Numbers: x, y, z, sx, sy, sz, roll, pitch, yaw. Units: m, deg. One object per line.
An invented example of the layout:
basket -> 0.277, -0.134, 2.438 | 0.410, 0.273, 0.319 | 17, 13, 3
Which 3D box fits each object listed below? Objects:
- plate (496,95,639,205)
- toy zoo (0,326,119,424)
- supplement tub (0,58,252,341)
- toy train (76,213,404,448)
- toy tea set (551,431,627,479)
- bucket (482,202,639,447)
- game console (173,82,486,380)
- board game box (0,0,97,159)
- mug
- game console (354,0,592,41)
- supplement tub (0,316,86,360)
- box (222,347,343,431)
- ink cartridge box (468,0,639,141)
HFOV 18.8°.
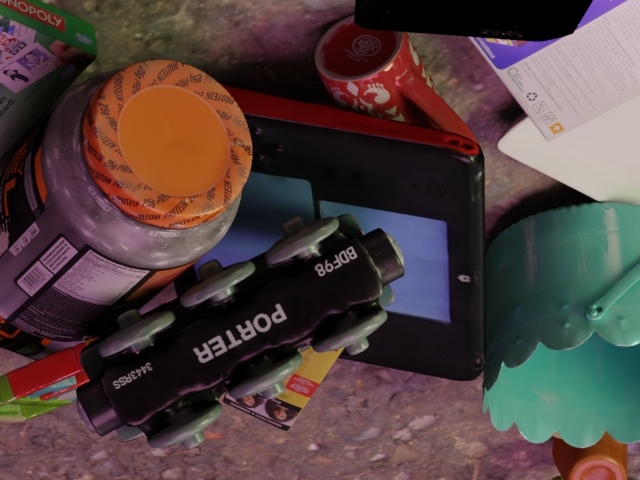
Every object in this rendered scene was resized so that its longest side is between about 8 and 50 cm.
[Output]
plate -> 0.364, -0.139, 1.996 | 0.278, 0.045, 0.277 | 23, 132, -36
toy zoo -> -0.224, 0.127, 2.024 | 0.293, 0.030, 0.192 | -22, 171, 8
supplement tub -> -0.196, -0.037, 1.806 | 0.193, 0.193, 0.316 | 11, 155, -25
toy train -> -0.079, 0.081, 1.827 | 0.334, 0.142, 0.190 | -29, -174, -4
toy tea set -> 0.427, 0.213, 2.431 | 0.336, 0.124, 0.200 | -10, 113, 4
bucket -> 0.305, 0.094, 2.127 | 0.281, 0.183, 0.281 | 0, 152, 0
game console -> 0.000, 0.000, 1.963 | 0.342, 0.060, 0.386 | 14, 145, 15
board game box -> -0.388, -0.132, 1.829 | 0.213, 0.046, 0.317 | 23, 131, -34
mug -> 0.082, -0.136, 1.879 | 0.150, 0.113, 0.169 | -3, 141, 24
game console -> 0.168, -0.290, 1.611 | 0.213, 0.044, 0.361 | 2, 147, -16
supplement tub -> -0.333, 0.050, 2.013 | 0.190, 0.117, 0.117 | 25, 130, -37
box -> -0.030, 0.118, 2.048 | 0.087, 0.058, 0.232 | 26, 145, -4
ink cartridge box -> 0.252, -0.215, 1.835 | 0.208, 0.045, 0.206 | -27, 123, 23
